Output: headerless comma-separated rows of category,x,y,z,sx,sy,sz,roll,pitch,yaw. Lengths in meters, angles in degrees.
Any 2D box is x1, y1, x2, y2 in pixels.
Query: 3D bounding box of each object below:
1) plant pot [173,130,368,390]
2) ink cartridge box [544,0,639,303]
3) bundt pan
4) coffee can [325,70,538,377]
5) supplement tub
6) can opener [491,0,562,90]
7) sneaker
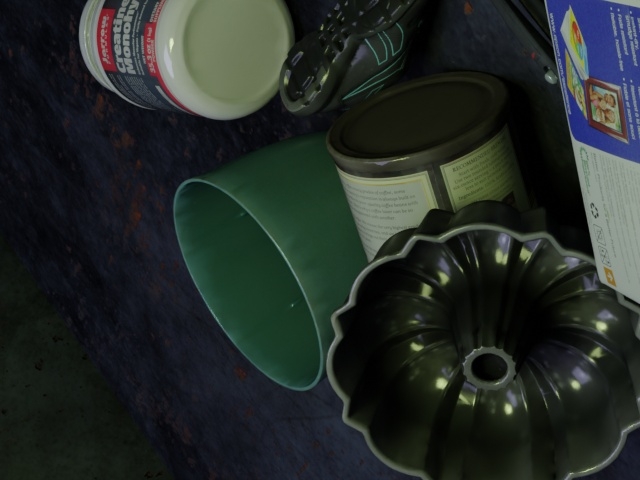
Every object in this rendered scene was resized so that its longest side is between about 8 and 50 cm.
plant pot,0.000,0.000,2.158,0.293,0.235,0.293,43,151,31
ink cartridge box,0.301,-0.069,1.482,0.307,0.072,0.304,-146,41,-66
bundt pan,0.174,0.098,1.792,0.124,0.331,0.331,-75,-30,-60
coffee can,0.141,-0.017,1.920,0.201,0.201,0.275,20,136,53
supplement tub,-0.175,-0.257,2.239,0.272,0.191,0.191,14,130,56
can opener,0.229,-0.189,1.735,0.186,0.059,0.073,50,154,16
sneaker,0.061,-0.234,1.929,0.267,0.106,0.101,-44,52,38
